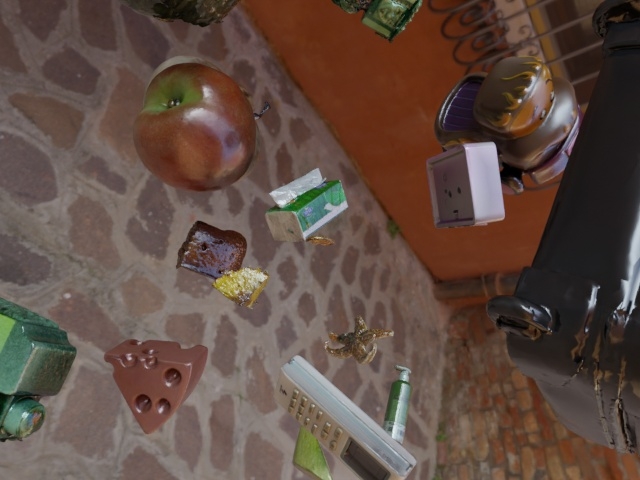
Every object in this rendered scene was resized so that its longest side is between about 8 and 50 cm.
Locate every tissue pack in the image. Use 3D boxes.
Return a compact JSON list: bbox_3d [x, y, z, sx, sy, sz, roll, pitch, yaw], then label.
[{"bbox_3d":[-0.049,-0.112,1.732,0.209,0.148,0.156,-36,116,-36],"label":"tissue pack"}]

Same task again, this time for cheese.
[{"bbox_3d":[-0.340,0.289,1.294,0.202,0.177,0.128,63,11,-1],"label":"cheese"}]

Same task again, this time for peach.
[{"bbox_3d":[-0.239,-0.215,1.152,0.252,0.252,0.252,31,52,-50],"label":"peach"}]

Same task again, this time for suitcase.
[{"bbox_3d":[0.308,0.011,0.517,0.339,0.188,0.345,48,61,-51],"label":"suitcase"}]

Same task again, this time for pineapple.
[{"bbox_3d":[-0.147,0.106,1.143,0.114,0.114,0.077,78,-6,-59],"label":"pineapple"}]

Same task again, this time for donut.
[{"bbox_3d":[-0.239,0.034,1.348,0.187,0.144,0.126,22,94,-29],"label":"donut"}]

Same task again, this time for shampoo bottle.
[{"bbox_3d":[0.208,0.439,1.562,0.065,0.065,0.204,46,49,-39],"label":"shampoo bottle"}]

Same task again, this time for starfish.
[{"bbox_3d":[0.107,0.275,1.585,0.053,0.210,0.150,39,39,-42],"label":"starfish"}]

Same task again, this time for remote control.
[{"bbox_3d":[0.033,0.330,1.025,0.055,0.277,0.103,-33,151,-39],"label":"remote control"}]

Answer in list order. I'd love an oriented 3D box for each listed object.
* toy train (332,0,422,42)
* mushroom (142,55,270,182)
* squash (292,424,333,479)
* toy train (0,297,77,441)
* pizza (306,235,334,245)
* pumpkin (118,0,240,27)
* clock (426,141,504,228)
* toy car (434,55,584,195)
[{"bbox_3d":[0.105,-0.475,1.012,0.154,0.115,0.269,25,57,-15],"label":"toy train"},{"bbox_3d":[-0.283,-0.325,1.532,0.362,0.295,0.362,42,37,-42],"label":"mushroom"},{"bbox_3d":[0.000,0.589,1.631,0.155,0.204,0.237,-55,163,-24],"label":"squash"},{"bbox_3d":[-0.582,0.214,0.984,0.167,0.299,0.238,59,50,-72],"label":"toy train"},{"bbox_3d":[0.000,0.000,1.577,0.083,0.037,0.016,5,56,-20],"label":"pizza"},{"bbox_3d":[-0.263,-0.531,1.057,0.328,0.292,0.257,-16,132,-56],"label":"pumpkin"},{"bbox_3d":[0.274,-0.100,1.122,0.197,0.063,0.150,173,-91,-80],"label":"clock"},{"bbox_3d":[0.390,-0.273,1.274,0.240,0.341,0.271,37,80,-42],"label":"toy car"}]
